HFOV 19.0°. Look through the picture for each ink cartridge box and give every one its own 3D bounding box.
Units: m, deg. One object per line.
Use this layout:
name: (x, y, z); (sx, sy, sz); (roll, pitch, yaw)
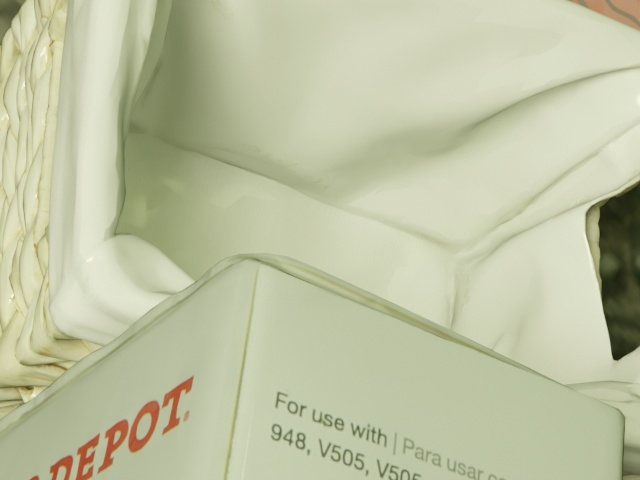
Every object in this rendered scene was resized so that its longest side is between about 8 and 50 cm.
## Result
ink cartridge box: (-0.027, 0.128, 0.340); (0.087, 0.153, 0.208); (23, 58, -25)

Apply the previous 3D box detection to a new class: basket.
basket: (0.000, 0.000, 0.453); (0.167, 0.103, 0.113); (17, 59, -28)

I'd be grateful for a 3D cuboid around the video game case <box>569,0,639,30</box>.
video game case: (0.044, -0.121, 0.593); (0.201, 0.023, 0.183); (9, 63, -31)
